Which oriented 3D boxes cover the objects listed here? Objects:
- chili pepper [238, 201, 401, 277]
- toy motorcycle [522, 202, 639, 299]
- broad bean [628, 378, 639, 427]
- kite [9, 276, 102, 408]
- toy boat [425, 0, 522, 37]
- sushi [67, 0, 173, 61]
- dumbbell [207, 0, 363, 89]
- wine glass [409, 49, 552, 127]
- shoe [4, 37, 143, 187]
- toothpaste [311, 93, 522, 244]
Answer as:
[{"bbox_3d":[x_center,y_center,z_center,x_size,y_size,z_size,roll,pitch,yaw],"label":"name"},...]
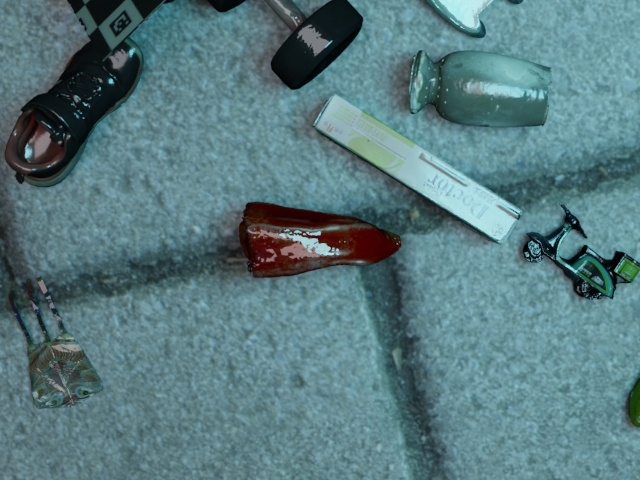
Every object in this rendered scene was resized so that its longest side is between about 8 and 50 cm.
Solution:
[{"bbox_3d":[0.000,0.000,1.292,0.252,0.144,0.136,0,60,0],"label":"chili pepper"},{"bbox_3d":[0.396,0.024,1.297,0.173,0.058,0.100,34,92,0],"label":"toy motorcycle"},{"bbox_3d":[0.538,0.173,1.303,0.052,0.052,0.256,26,101,41],"label":"broad bean"},{"bbox_3d":[-0.462,0.177,1.424,0.127,0.016,0.230,-22,95,5],"label":"kite"},{"bbox_3d":[0.206,-0.408,1.264,0.207,0.079,0.134,44,107,-11],"label":"toy boat"},{"bbox_3d":[-0.228,-0.459,1.244,0.359,0.064,0.343,-42,53,10],"label":"sushi"},{"bbox_3d":[-0.059,-0.348,1.248,0.152,0.152,0.218,-42,91,9],"label":"dumbbell"},{"bbox_3d":[0.234,-0.225,1.253,0.204,0.111,0.111,7,98,6],"label":"wine glass"},{"bbox_3d":[-0.394,-0.206,1.308,0.114,0.137,0.291,38,98,0],"label":"shoe"},{"bbox_3d":[0.146,-0.108,1.293,0.336,0.081,0.067,32,95,1],"label":"toothpaste"}]
